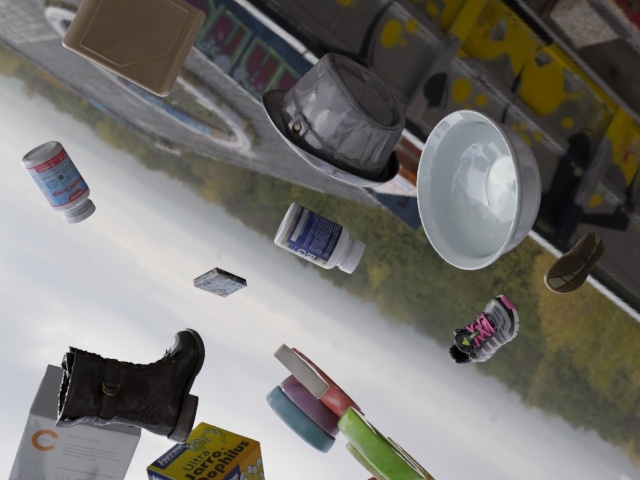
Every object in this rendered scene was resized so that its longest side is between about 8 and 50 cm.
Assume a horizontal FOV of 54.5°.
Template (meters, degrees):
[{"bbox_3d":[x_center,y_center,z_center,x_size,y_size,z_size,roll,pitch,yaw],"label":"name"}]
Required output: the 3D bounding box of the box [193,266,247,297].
[{"bbox_3d":[-0.296,0.126,1.844,0.137,0.093,0.027,31,-142,-52],"label":"box"}]

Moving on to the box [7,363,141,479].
[{"bbox_3d":[-0.525,0.466,1.302,0.214,0.346,0.168,19,-162,-18],"label":"box"}]

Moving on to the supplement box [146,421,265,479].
[{"bbox_3d":[-0.251,0.653,1.480,0.195,0.357,0.194,7,-157,31],"label":"supplement box"}]

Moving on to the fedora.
[{"bbox_3d":[0.040,-0.217,1.026,0.243,0.124,0.276,4,-136,-36],"label":"fedora"}]

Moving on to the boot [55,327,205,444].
[{"bbox_3d":[-0.324,0.223,1.068,0.228,0.091,0.263,22,-150,-22],"label":"boot"}]

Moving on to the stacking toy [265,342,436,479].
[{"bbox_3d":[0.019,0.296,0.882,0.309,0.130,0.279,40,173,24],"label":"stacking toy"}]

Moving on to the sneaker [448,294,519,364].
[{"bbox_3d":[0.255,0.151,0.991,0.063,0.074,0.170,61,153,29],"label":"sneaker"}]

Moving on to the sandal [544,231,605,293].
[{"bbox_3d":[0.515,0.048,1.272,0.072,0.180,0.049,54,154,-4],"label":"sandal"}]

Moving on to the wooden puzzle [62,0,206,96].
[{"bbox_3d":[-0.396,-0.454,1.338,0.238,0.221,0.044,25,168,-15],"label":"wooden puzzle"}]

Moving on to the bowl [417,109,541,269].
[{"bbox_3d":[0.321,-0.098,1.185,0.134,0.298,0.298,-5,-170,-25],"label":"bowl"}]

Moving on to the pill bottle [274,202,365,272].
[{"bbox_3d":[0.000,0.000,1.258,0.169,0.094,0.094,26,174,-7],"label":"pill bottle"}]

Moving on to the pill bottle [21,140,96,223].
[{"bbox_3d":[-0.530,-0.116,1.270,0.087,0.087,0.160,24,145,48],"label":"pill bottle"}]
